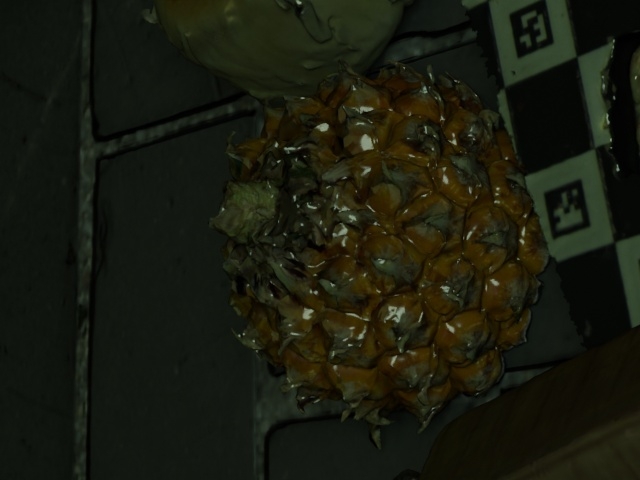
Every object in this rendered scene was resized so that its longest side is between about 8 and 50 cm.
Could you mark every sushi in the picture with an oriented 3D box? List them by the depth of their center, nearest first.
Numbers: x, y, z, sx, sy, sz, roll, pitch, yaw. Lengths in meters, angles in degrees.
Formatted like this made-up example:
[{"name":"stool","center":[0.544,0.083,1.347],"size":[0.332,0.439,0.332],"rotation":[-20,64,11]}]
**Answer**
[{"name":"sushi","center":[0.169,-0.065,0.772],"size":[0.210,0.040,0.193],"rotation":[-32,65,38]}]

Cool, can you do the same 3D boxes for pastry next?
[{"name":"pastry","center":[-0.019,-0.146,0.965],"size":[0.166,0.088,0.166],"rotation":[-21,61,42]}]

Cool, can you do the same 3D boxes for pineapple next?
[{"name":"pineapple","center":[0.002,-0.002,0.878],"size":[0.161,0.137,0.176],"rotation":[-18,68,46]}]

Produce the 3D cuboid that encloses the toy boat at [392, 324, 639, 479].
[{"name":"toy boat","center":[0.131,0.092,0.692],"size":[0.445,0.162,0.136],"rotation":[-34,61,41]}]
